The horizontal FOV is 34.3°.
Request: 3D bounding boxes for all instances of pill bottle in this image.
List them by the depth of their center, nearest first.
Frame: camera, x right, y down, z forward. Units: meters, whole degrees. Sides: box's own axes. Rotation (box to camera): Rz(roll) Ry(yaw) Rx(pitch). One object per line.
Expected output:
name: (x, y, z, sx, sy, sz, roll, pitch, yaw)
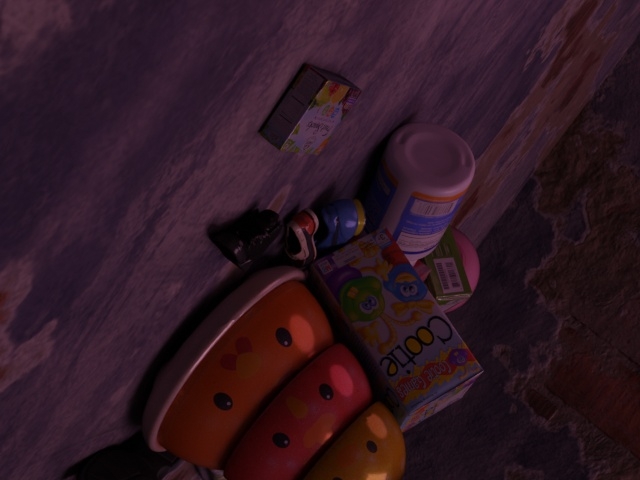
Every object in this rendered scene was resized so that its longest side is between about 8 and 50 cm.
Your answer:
pill bottle: (0.151, -0.061, 1.770, 0.152, 0.152, 0.272, -42, 164, -35)

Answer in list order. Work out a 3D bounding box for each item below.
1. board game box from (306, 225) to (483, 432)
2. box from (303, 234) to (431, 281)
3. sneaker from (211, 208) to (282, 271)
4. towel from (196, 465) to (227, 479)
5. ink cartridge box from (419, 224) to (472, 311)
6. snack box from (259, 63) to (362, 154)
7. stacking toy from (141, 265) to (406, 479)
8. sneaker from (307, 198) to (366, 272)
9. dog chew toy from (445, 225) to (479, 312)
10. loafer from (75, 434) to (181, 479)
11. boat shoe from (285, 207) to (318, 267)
board game box: (0.107, 0.143, 1.624, 0.142, 0.275, 0.144, -27, 161, -19)
box: (0.051, 0.109, 1.887, 0.300, 0.154, 0.142, -32, 157, -51)
sneaker: (-0.088, -0.010, 1.340, 0.089, 0.051, 0.170, -50, 171, -7)
towel: (-0.121, 0.357, 2.100, 0.320, 0.090, 0.374, -48, 166, -19)
ink cartridge box: (0.170, 0.072, 2.091, 0.097, 0.188, 0.255, -4, 159, -34)
snack box: (-0.009, -0.154, 1.243, 0.100, 0.037, 0.141, -54, 167, 14)
stacking toy: (0.011, 0.297, 1.531, 0.350, 0.480, 0.350, -48, 166, -16)
sneaker: (0.000, 0.000, 1.650, 0.082, 0.069, 0.209, -9, 155, -24)
dog chew toy: (0.241, 0.083, 2.379, 0.206, 0.207, 0.332, -48, 175, -16)
loafer: (-0.291, 0.359, 1.545, 0.084, 0.096, 0.267, -49, 170, 16)
boat shoe: (-0.033, 0.004, 1.554, 0.043, 0.049, 0.137, -41, 161, -27)
